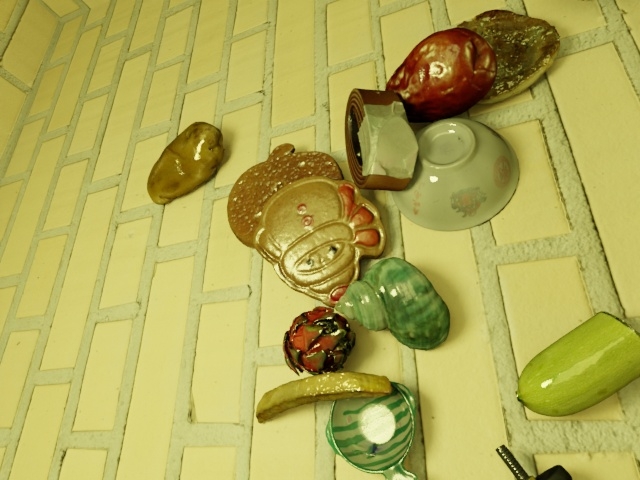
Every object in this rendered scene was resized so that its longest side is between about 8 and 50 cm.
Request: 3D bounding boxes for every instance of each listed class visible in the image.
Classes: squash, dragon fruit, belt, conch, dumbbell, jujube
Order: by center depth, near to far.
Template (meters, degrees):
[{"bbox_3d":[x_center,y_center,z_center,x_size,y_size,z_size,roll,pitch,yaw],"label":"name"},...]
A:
[{"bbox_3d":[0.428,0.512,0.702,0.143,0.143,0.325,-39,57,4],"label":"dumbbell"},{"bbox_3d":[0.503,0.259,0.797,0.247,0.132,0.132,-39,57,6],"label":"squash"},{"bbox_3d":[0.173,0.150,0.980,0.277,0.195,0.220,1,93,-3],"label":"conch"},{"bbox_3d":[-0.002,0.250,1.000,0.189,0.182,0.182,-8,64,19],"label":"dragon fruit"},{"bbox_3d":[0.154,-0.275,1.106,0.122,0.217,0.338,0,52,-12],"label":"belt"},{"bbox_3d":[0.313,-0.434,1.109,0.318,0.223,0.223,-5,59,63],"label":"jujube"}]

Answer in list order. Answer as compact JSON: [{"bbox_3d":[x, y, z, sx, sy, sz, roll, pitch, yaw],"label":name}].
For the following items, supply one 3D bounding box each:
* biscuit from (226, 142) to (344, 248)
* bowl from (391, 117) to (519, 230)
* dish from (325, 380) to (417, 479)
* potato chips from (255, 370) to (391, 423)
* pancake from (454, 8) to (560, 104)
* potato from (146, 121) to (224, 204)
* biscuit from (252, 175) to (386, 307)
[{"bbox_3d":[-0.109,-0.144,1.283,0.395,0.070,0.350,-5,70,19],"label":"biscuit"},{"bbox_3d":[0.336,-0.209,1.068,0.346,0.157,0.345,-10,63,21],"label":"bowl"},{"bbox_3d":[0.130,0.425,0.915,0.224,0.078,0.246,-32,57,8],"label":"dish"},{"bbox_3d":[-0.023,0.360,0.951,0.407,0.080,0.057,-27,32,31],"label":"potato chips"},{"bbox_3d":[0.501,-0.549,1.205,0.356,0.065,0.356,-10,62,20],"label":"pancake"},{"bbox_3d":[-0.495,-0.279,1.488,0.369,0.176,0.195,-39,97,13],"label":"potato"},{"bbox_3d":[0.000,0.000,1.128,0.359,0.074,0.381,-27,71,7],"label":"biscuit"}]
